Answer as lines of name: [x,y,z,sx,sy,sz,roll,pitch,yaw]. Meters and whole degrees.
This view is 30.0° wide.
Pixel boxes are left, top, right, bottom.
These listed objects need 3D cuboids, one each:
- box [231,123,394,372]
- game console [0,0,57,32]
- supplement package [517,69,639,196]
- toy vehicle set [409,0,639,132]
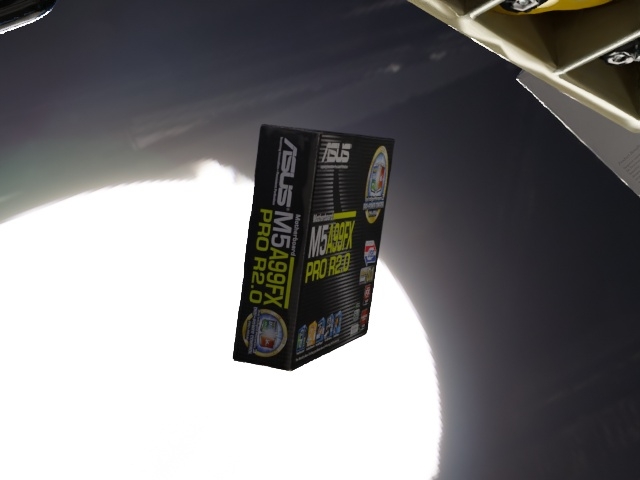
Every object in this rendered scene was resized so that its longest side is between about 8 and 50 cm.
box: [0.000,0.000,1.167,0.270,0.060,0.216,-9,-72,-73]
game console: [-0.367,-0.272,0.900,0.250,0.293,0.173,-22,-39,-8]
supplement package: [0.334,-0.166,1.147,0.194,0.203,0.149,-46,1,24]
toy vehicle set: [0.140,-0.117,0.302,0.166,0.035,0.267,21,-30,-36]
